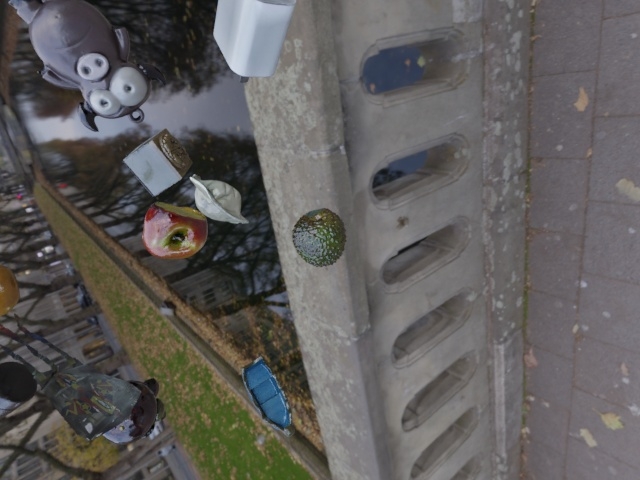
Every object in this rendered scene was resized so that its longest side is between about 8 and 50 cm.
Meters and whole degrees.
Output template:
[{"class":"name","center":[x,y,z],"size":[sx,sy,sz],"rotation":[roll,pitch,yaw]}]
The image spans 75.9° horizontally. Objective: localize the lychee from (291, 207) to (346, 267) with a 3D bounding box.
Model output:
[{"class":"lychee","center":[0.000,0.000,1.150],"size":[0.171,0.171,0.171],"rotation":[34,136,40]}]

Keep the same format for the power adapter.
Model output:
[{"class":"power adapter","center":[-0.171,-0.501,0.977],"size":[0.187,0.124,0.255],"rotation":[64,147,22]}]

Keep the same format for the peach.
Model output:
[{"class":"peach","center":[-0.591,-0.048,1.646],"size":[0.249,0.245,0.275],"rotation":[46,-177,-30]}]

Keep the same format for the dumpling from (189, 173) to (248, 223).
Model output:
[{"class":"dumpling","center":[-0.287,-0.111,1.158],"size":[0.155,0.180,0.112],"rotation":[-64,-11,-87]}]

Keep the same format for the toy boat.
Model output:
[{"class":"toy boat","center":[-0.116,0.357,0.935],"size":[0.186,0.075,0.077],"rotation":[63,158,5]}]

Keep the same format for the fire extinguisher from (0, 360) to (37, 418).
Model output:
[{"class":"fire extinguisher","center":[-0.567,0.276,0.609],"size":[0.089,0.267,0.072],"rotation":[55,-178,-39]}]

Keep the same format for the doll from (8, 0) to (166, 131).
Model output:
[{"class":"doll","center":[-0.413,-0.329,0.748],"size":[0.258,0.181,0.117],"rotation":[58,171,-26]}]

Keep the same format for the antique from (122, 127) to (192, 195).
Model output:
[{"class":"antique","center":[-0.507,-0.254,1.306],"size":[0.147,0.147,0.152],"rotation":[56,-165,-27]}]

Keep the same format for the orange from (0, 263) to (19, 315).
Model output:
[{"class":"orange","center":[-0.910,0.136,1.136],"size":[0.156,0.124,0.156],"rotation":[20,124,32]}]

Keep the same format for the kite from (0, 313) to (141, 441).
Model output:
[{"class":"kite","center":[-0.385,0.194,0.607],"size":[0.245,0.015,0.141],"rotation":[38,-175,0]}]

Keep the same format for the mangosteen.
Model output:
[{"class":"mangosteen","center":[-0.521,0.462,1.131],"size":[0.172,0.184,0.173],"rotation":[3,104,13]}]
